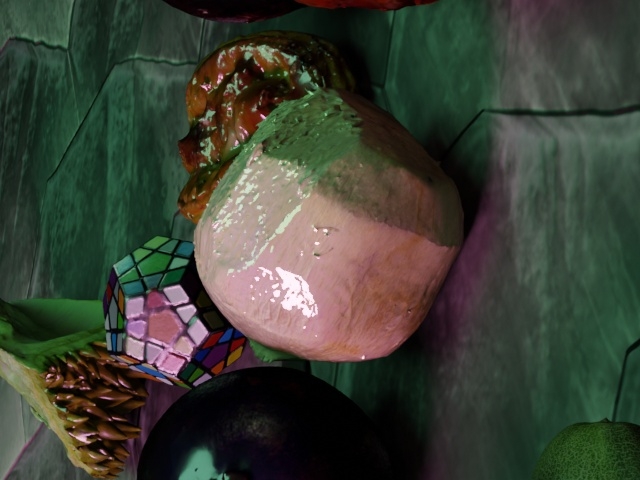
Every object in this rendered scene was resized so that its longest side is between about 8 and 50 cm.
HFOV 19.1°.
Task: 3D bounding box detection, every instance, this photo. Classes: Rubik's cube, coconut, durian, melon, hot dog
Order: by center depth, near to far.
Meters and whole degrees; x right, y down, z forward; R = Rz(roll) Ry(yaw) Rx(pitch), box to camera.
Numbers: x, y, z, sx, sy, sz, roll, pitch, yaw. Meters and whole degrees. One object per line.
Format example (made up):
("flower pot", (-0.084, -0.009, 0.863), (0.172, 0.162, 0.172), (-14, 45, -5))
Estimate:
("melon", (0.166, 0.180, 1.070), (0.099, 0.099, 0.162), (-30, 60, 55))
("coconut", (0.002, 0.002, 1.336), (0.194, 0.194, 0.194), (-24, 62, 57))
("hot dog", (-0.051, -0.081, 1.539), (0.227, 0.099, 0.160), (-36, 53, 49))
("Rubik's cube", (-0.122, 0.061, 1.600), (0.133, 0.133, 0.112), (0, 63, 61))
("durian", (-0.268, 0.123, 1.775), (0.394, 0.198, 0.163), (20, 102, 63))

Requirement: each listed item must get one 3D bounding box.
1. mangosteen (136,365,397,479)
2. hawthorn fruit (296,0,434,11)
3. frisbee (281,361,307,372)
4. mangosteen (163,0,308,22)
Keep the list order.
("mangosteen", (-0.034, 0.185, 1.375), (0.230, 0.194, 0.194), (9, -91, -84))
("hawthorn fruit", (0.036, -0.301, 1.253), (0.316, 0.316, 0.316), (-24, 62, 57))
("frisbee", (-0.031, 0.041, 1.555), (0.187, 0.012, 0.211), (28, 108, 61))
("mangosteen", (-0.061, -0.291, 1.463), (0.250, 0.211, 0.211), (94, 164, -51))
